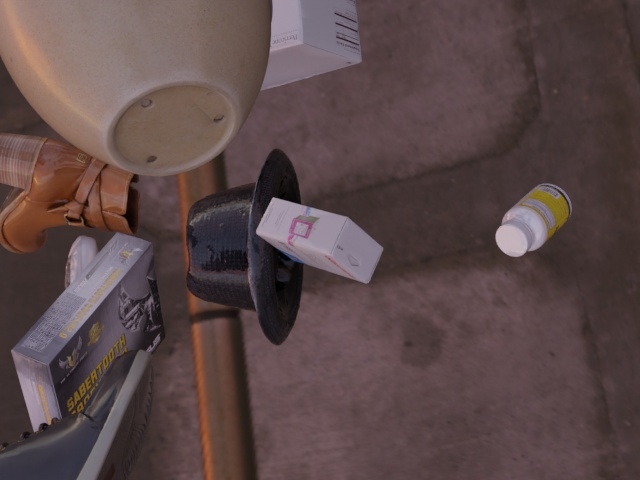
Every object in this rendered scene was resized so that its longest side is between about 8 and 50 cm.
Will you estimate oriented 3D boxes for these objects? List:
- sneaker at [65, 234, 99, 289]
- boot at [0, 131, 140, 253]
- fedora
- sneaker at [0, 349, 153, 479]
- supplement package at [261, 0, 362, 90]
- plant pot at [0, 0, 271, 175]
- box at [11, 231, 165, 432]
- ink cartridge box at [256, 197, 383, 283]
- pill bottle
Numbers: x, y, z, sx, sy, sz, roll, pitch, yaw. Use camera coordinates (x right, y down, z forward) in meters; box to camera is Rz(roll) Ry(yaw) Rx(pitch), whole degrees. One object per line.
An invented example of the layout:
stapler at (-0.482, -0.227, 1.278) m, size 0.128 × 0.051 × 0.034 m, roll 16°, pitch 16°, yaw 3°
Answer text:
sneaker at (-0.323, 0.103, 1.673) m, size 0.115 × 0.090 × 0.232 m, roll -9°, pitch 95°, yaw -18°
boot at (-0.384, -0.051, 1.706) m, size 0.220 × 0.283 × 0.109 m, roll 14°, pitch 49°, yaw 1°
fedora at (-0.121, 0.009, 1.696) m, size 0.153 × 0.334 × 0.334 m, roll 0°, pitch 76°, yaw 8°
sneaker at (-0.211, 0.161, 0.841) m, size 0.118 × 0.083 × 0.222 m, roll 13°, pitch 45°, yaw 9°
supplement package at (-0.067, -0.342, 1.573) m, size 0.194 × 0.149 × 0.203 m, roll -10°, pitch 81°, yaw 34°
plant pot at (-0.166, -0.176, 1.078) m, size 0.284 × 0.284 × 0.191 m, roll -30°, pitch 56°, yaw 11°
box at (-0.285, 0.130, 1.396) m, size 0.056 × 0.183 × 0.231 m, roll 18°, pitch 45°, yaw 18°
ink cartridge box at (0.000, 0.000, 1.305) m, size 0.122 × 0.088 × 0.052 m, roll 18°, pitch 77°, yaw 40°
pill bottle at (0.282, -0.025, 1.470) m, size 0.065 × 0.116 × 0.065 m, roll 23°, pitch 130°, yaw 30°
